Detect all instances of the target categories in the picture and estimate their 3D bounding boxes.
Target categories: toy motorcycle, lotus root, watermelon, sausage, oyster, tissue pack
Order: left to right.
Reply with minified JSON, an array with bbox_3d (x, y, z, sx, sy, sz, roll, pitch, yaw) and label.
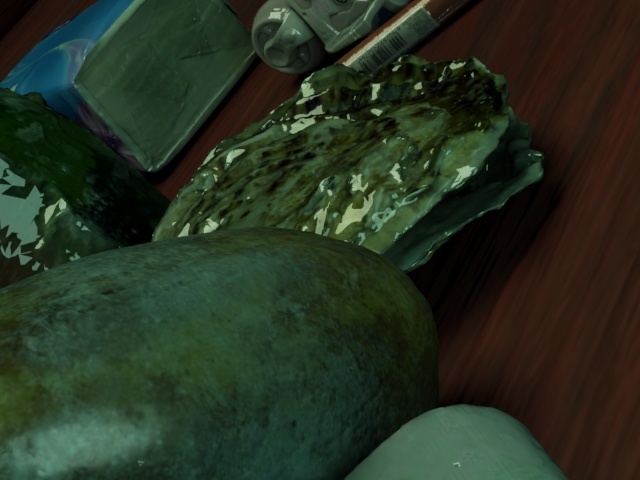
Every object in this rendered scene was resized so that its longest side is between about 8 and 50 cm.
[{"bbox_3d":[-0.234,0.023,0.985,0.302,0.264,0.151,-61,11,-16],"label":"watermelon"},{"bbox_3d":[-0.219,-0.157,1.416,0.263,0.146,0.198,-13,36,55],"label":"tissue pack"},{"bbox_3d":[-0.070,0.080,0.526,0.322,0.140,0.158,-8,-30,-51],"label":"lotus root"},{"bbox_3d":[0.000,0.000,0.754,0.268,0.112,0.198,-31,29,3],"label":"oyster"},{"bbox_3d":[0.025,-0.219,1.138,0.254,0.112,0.112,-24,28,45],"label":"toy motorcycle"},{"bbox_3d":[0.050,-0.151,1.069,0.223,0.029,0.029,-37,21,18],"label":"sausage"}]

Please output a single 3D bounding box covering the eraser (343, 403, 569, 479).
[{"bbox_3d":[0.037,0.162,0.407,0.174,0.081,0.227,-43,21,3],"label":"eraser"}]
